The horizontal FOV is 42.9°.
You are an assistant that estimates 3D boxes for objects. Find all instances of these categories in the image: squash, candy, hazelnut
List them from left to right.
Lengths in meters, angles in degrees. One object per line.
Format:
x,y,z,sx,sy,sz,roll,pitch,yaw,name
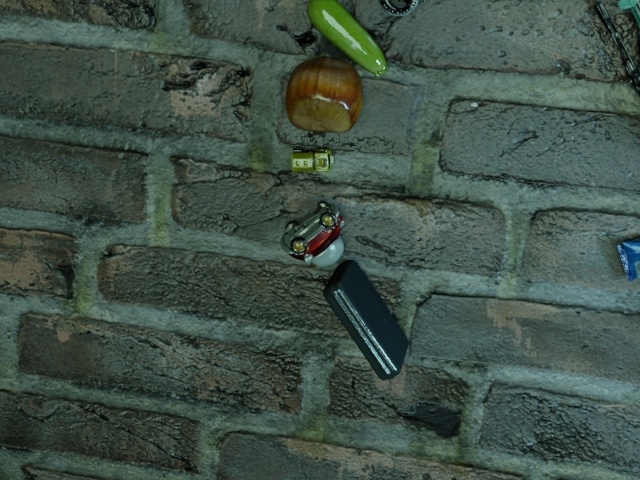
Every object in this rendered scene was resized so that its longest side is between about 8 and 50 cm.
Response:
0.008,-0.280,1.574,0.150,0.150,0.150,2,106,8,hazelnut
0.052,-0.391,1.562,0.066,0.066,0.201,-42,99,17,squash
0.657,0.020,1.600,0.136,0.038,0.088,-24,105,5,candy

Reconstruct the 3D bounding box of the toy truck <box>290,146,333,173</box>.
-0.016,-0.161,1.642,0.083,0.054,0.049,0,106,8,toy truck

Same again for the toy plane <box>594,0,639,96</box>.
0.611,-0.351,1.471,0.155,0.106,0.381,-29,105,27,toy plane

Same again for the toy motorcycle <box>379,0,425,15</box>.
0.150,-0.560,1.469,0.187,0.125,0.274,-21,102,23,toy motorcycle

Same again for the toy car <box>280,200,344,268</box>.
0.000,0.000,1.668,0.139,0.112,0.112,-36,113,7,toy car

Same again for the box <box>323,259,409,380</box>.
0.095,0.160,1.662,0.050,0.160,0.230,-31,100,22,box
